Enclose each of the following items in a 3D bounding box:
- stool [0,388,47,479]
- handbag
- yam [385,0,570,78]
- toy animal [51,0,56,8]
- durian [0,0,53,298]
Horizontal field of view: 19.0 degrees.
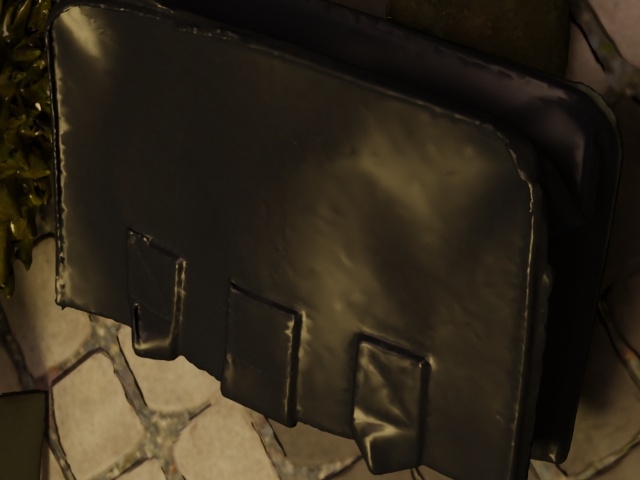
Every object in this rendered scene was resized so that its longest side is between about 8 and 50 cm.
[{"bbox_3d":[-0.361,0.180,1.285,0.244,0.270,0.170,4,95,35],"label":"stool"},{"bbox_3d":[0.000,0.000,1.069,0.326,0.118,0.269,24,125,29],"label":"handbag"},{"bbox_3d":[0.085,-0.159,1.040,0.106,0.106,0.259,22,132,33],"label":"yam"},{"bbox_3d":[-0.249,-0.123,1.294,0.148,0.084,0.232,-24,83,36],"label":"toy animal"},{"bbox_3d":[-0.266,-0.053,1.217,0.394,0.163,0.198,-62,27,15],"label":"durian"}]
